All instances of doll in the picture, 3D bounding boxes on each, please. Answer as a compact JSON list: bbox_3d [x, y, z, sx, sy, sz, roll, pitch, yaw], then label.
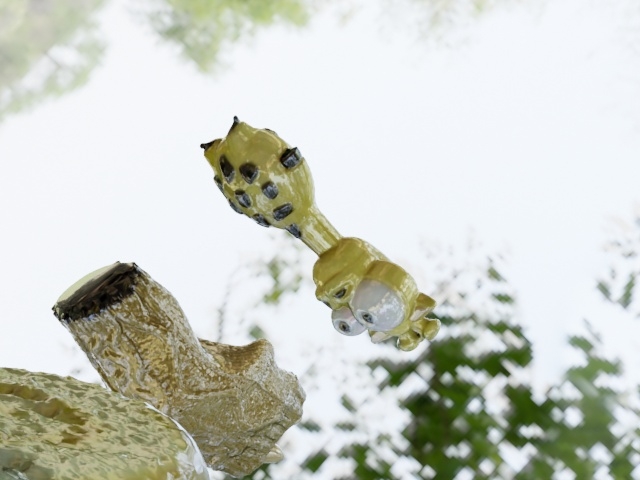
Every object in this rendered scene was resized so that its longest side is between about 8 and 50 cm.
[{"bbox_3d":[-0.001,0.000,1.504,0.086,0.291,0.117,-49,-169,-35],"label":"doll"}]

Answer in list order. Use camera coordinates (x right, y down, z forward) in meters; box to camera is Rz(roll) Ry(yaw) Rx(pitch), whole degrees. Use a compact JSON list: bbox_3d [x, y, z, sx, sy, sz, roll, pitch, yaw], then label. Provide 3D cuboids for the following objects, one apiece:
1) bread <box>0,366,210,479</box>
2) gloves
[{"bbox_3d":[-0.257,0.196,1.003,0.264,0.395,0.239,4,98,-61],"label":"bread"},{"bbox_3d":[-0.167,0.166,1.856,0.203,0.356,0.155,-11,-131,48],"label":"gloves"}]
